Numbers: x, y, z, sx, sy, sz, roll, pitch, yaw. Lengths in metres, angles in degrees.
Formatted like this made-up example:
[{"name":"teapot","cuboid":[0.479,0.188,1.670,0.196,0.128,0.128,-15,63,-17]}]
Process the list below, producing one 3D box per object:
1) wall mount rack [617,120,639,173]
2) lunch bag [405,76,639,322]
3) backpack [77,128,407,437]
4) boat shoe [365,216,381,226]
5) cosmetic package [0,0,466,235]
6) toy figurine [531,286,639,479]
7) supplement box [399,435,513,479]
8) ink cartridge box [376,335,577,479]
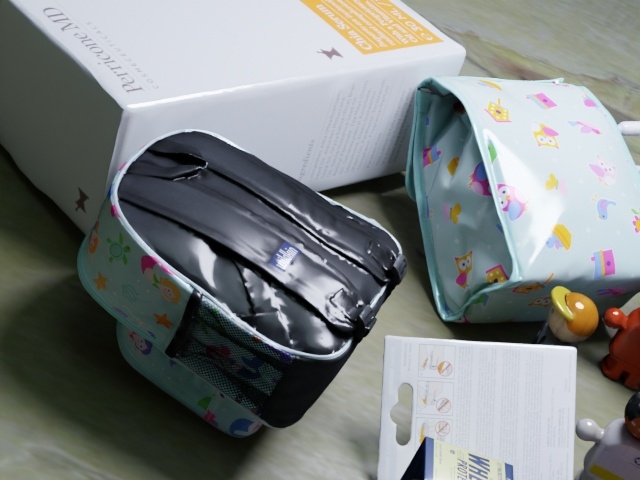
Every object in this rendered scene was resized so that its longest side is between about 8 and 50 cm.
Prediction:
[{"name":"wall mount rack","cuboid":[0.491,-0.031,1.766,0.304,0.130,0.350,6,33,-19]},{"name":"lunch bag","cuboid":[0.217,-0.053,1.612,0.223,0.160,0.262,-1,66,-30]},{"name":"backpack","cuboid":[-0.082,0.029,1.352,0.253,0.191,0.225,37,37,-1]},{"name":"boat shoe","cuboid":[0.000,0.000,1.561,0.142,0.049,0.040,-10,31,-40]},{"name":"cosmetic package","cuboid":[-0.095,-0.163,1.587,0.453,0.161,0.230,-16,47,-41]},{"name":"toy figurine","cuboid":[0.315,0.137,1.485,0.210,0.148,0.213,-3,46,-32]},{"name":"supplement box","cuboid":[0.112,0.226,1.317,0.083,0.083,0.056,20,35,-9]},{"name":"ink cartridge box","cuboid":[0.141,0.164,1.392,0.179,0.045,0.145,4,81,-3]}]
